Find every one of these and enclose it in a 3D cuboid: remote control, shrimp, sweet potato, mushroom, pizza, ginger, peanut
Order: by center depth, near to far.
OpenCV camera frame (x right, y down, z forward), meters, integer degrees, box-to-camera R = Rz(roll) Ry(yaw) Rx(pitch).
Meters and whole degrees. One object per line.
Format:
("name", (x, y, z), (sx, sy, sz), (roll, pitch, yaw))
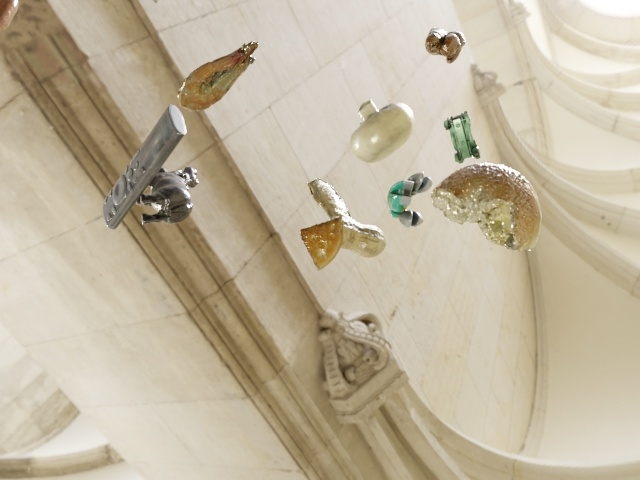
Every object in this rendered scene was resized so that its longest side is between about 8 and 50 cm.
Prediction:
("remote control", (-0.461, -0.179, 1.271), (0.377, 0.044, 0.107), (-42, -129, 30))
("ginger", (0.323, -0.508, 1.294), (0.103, 0.073, 0.162), (16, -148, 9))
("sweet potato", (-0.896, -0.618, 1.371), (0.078, 0.058, 0.255), (-45, -148, 48))
("shrimp", (-0.296, -0.486, 1.444), (0.294, 0.062, 0.154), (-42, 162, 2))
("pizza", (0.000, 0.000, 1.461), (0.131, 0.178, 0.041), (11, 177, 3))
("mushroom", (0.204, -0.391, 1.714), (0.246, 0.202, 0.246), (-31, -176, 2))
("peanut", (0.125, -0.012, 1.772), (0.136, 0.298, 0.120), (21, -87, 53))

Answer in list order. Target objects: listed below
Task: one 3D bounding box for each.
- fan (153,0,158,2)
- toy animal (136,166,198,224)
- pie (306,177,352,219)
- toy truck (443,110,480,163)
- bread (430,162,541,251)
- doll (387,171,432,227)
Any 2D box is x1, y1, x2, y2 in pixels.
("fan", (-0.487, -0.709, 1.319), (0.190, 0.009, 0.329), (-21, 180, -2))
("toy animal", (-0.456, -0.152, 1.468), (0.168, 0.106, 0.343), (2, -155, -11))
("pie", (0.037, -0.149, 1.932), (0.068, 0.128, 0.282), (-54, -138, 26))
("toy truck", (0.441, -0.320, 1.535), (0.080, 0.154, 0.078), (-13, -156, 27))
("bread", (0.458, -0.108, 1.298), (0.192, 0.171, 0.314), (-42, -132, -6))
("doll", (0.315, -0.158, 1.780), (0.153, 0.195, 0.258), (6, -163, 1))
